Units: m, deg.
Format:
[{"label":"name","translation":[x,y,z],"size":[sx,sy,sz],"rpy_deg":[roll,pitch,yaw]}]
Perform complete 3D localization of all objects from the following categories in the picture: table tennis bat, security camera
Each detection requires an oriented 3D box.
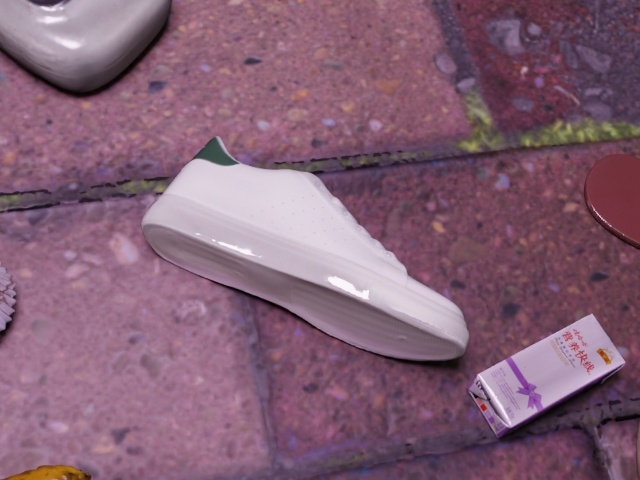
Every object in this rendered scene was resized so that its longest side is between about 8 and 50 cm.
[{"label":"table tennis bat","translation":[0.306,-0.020,0.823],"size":[0.156,0.013,0.087],"rpy_deg":[31,62,8]},{"label":"security camera","translation":[-0.169,-0.261,0.824],"size":[0.157,0.080,0.301],"rpy_deg":[34,62,8]}]

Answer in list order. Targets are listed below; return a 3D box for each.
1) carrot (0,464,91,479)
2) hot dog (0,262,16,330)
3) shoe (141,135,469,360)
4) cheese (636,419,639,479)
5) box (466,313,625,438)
[{"label":"carrot","translation":[-0.292,0.220,0.582],"size":[0.314,0.066,0.066],"rpy_deg":[-27,72,-22]},{"label":"hot dog","translation":[-0.311,0.064,0.658],"size":[0.192,0.053,0.099],"rpy_deg":[-28,73,-23]},{"label":"shoe","translation":[0.000,0.000,0.717],"size":[0.265,0.095,0.110],"rpy_deg":[21,63,4]},{"label":"cheese","translation":[0.342,0.232,0.674],"size":[0.163,0.082,0.286],"rpy_deg":[-19,72,-16]},{"label":"box","translation":[0.177,0.106,0.727],"size":[0.117,0.036,0.051],"rpy_deg":[-22,70,-20]}]
